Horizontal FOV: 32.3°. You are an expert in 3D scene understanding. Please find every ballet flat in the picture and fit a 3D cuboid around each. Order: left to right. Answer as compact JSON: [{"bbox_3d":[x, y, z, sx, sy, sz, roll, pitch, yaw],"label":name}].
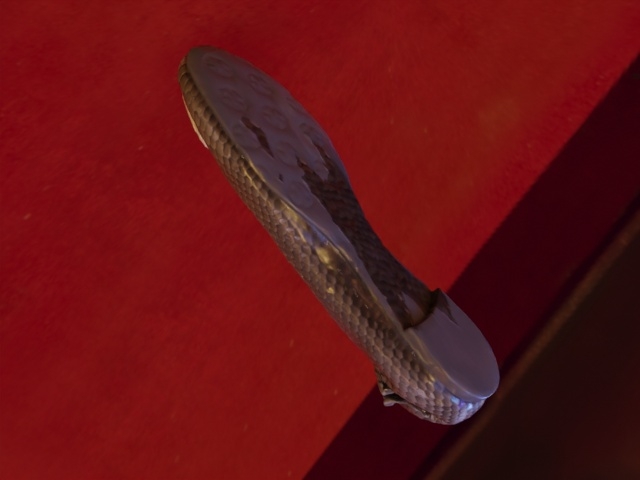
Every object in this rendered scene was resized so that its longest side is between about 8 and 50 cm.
[{"bbox_3d":[0.000,0.000,0.606,0.250,0.084,0.058,50,126,1],"label":"ballet flat"}]
